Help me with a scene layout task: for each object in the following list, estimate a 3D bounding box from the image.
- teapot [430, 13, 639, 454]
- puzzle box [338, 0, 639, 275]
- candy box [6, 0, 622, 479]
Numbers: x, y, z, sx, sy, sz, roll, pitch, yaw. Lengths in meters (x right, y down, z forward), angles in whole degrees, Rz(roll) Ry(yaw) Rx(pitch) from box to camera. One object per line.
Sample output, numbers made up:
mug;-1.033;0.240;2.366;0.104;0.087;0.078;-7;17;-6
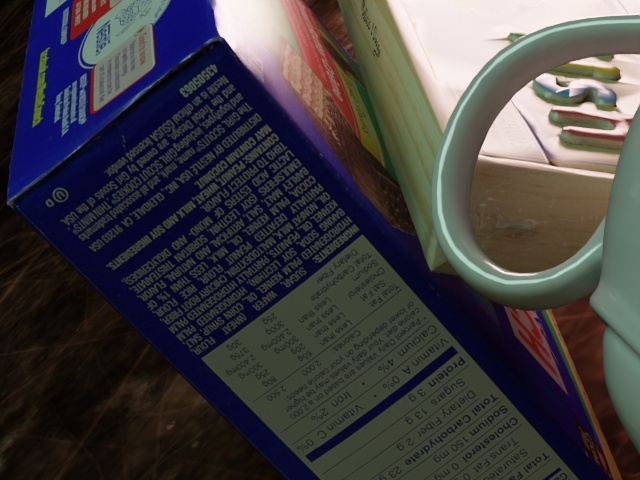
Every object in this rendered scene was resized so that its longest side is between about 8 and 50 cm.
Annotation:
teapot;0.172;0.035;0.519;0.187;0.252;0.256;-43;13;6
puzzle box;0.158;-0.084;0.828;0.409;0.272;0.052;-103;22;-62
candy box;0.000;0.000;0.809;0.122;0.317;0.268;-36;26;11
